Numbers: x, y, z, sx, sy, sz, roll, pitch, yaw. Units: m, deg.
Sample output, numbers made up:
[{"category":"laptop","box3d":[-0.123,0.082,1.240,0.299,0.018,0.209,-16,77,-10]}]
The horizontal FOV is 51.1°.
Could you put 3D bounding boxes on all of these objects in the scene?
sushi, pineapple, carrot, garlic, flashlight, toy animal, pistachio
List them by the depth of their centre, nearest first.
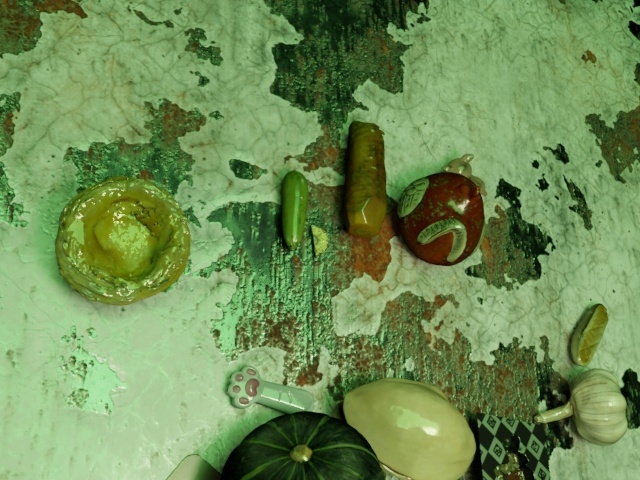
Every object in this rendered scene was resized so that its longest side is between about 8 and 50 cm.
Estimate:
[{"category":"flashlight","box3d":[-0.104,0.336,1.454,0.200,0.047,0.093,21,64,-15]},{"category":"pistachio","box3d":[0.186,0.415,1.468,0.318,0.193,0.214,17,54,-5]},{"category":"sushi","box3d":[0.455,0.544,1.612,0.231,0.047,0.219,17,58,-27]},{"category":"pineapple","box3d":[0.000,0.000,1.638,0.045,0.019,0.083,-7,75,-19]},{"category":"carrot","box3d":[0.114,-0.158,1.694,0.114,0.114,0.302,13,65,-19]},{"category":"garlic","box3d":[0.657,0.435,1.708,0.226,0.199,0.199,-12,74,8]},{"category":"toy animal","box3d":[0.399,-0.169,1.834,0.150,0.089,0.083,47,57,-12]}]

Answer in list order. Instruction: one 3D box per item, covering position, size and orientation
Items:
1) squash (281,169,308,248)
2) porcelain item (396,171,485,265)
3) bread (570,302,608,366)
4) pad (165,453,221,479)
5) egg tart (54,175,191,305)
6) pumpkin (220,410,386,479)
[{"category":"squash","box3d":[-0.062,-0.076,1.611,0.066,0.066,0.201,8,69,-21]},{"category":"porcelain item","box3d":[0.322,-0.067,1.681,0.253,0.253,0.253,8,69,-21]},{"category":"bread","box3d":[0.732,0.258,1.838,0.073,0.053,0.214,44,58,-8]},{"category":"pad","box3d":[-0.276,0.575,1.318,0.181,0.004,0.267,42,61,-4]},{"category":"egg tart","box3d":[-0.413,0.006,1.402,0.288,0.118,0.288,8,69,-23]},{"category":"pumpkin","box3d":[-0.033,0.486,1.296,0.323,0.241,0.323,-2,41,2]}]
